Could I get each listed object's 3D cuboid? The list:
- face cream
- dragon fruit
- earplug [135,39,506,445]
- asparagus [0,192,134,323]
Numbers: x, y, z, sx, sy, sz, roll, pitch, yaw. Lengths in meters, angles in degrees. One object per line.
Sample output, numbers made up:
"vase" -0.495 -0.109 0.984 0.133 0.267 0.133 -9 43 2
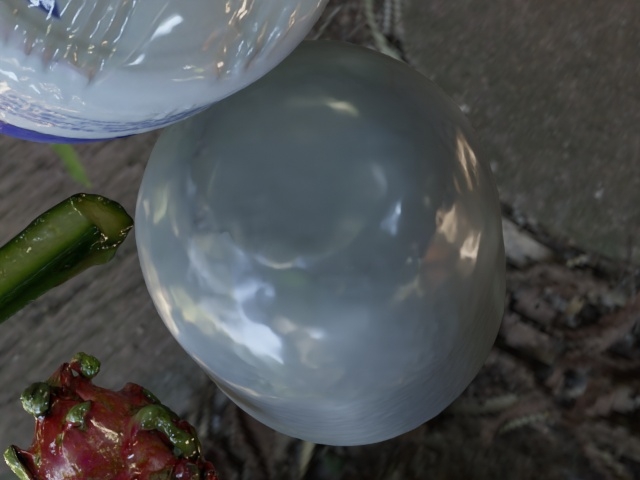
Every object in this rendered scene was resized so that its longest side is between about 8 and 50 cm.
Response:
"face cream" -0.090 -0.144 0.622 0.206 0.206 0.111 56 159 -13
"dragon fruit" -0.179 0.189 1.302 0.172 0.166 0.160 38 103 12
"earplug" 0.000 0.000 1.328 0.312 0.394 0.313 -2 77 7
"asparagus" -0.112 0.019 0.539 0.025 0.108 0.021 50 171 23
